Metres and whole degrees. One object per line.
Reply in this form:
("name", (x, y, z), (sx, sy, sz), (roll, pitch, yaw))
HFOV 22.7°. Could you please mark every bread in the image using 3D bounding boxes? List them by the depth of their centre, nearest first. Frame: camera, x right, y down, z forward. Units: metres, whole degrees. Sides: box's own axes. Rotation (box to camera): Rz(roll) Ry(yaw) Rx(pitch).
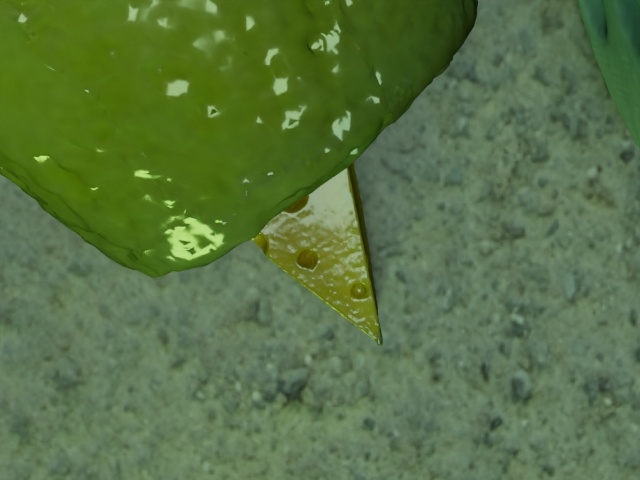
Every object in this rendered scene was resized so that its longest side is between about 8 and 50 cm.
("bread", (-0.094, -0.175, 0.943), (0.348, 0.348, 0.308), (-42, 111, 7))

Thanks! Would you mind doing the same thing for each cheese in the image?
("cheese", (0.000, 0.000, 1.229), (0.126, 0.093, 0.171), (-30, 104, 4))

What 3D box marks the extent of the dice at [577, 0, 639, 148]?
("dice", (0.323, -0.206, 1.109), (0.268, 0.262, 0.265), (-20, 104, 0))
